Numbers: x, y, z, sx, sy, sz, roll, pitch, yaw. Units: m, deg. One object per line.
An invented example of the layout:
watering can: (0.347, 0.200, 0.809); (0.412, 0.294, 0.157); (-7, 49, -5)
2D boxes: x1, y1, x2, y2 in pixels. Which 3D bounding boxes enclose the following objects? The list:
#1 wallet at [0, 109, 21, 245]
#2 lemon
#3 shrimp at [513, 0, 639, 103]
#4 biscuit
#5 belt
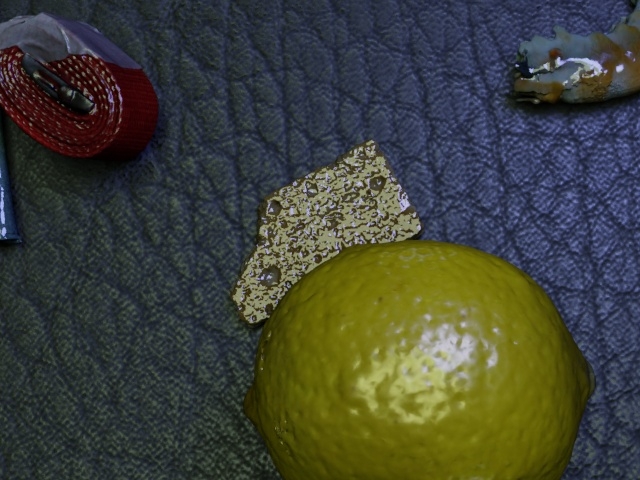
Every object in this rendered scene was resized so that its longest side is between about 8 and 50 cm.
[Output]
wallet: (-0.467, -0.168, 1.607); (0.191, 0.046, 0.378); (-7, 79, -10)
lemon: (0.097, 0.150, 1.392); (0.336, 0.336, 0.336); (-1, 79, 3)
shrimp: (0.344, -0.271, 1.584); (0.185, 0.068, 0.287); (20, 79, 5)
biscuit: (-0.010, -0.007, 1.574); (0.237, 0.026, 0.131); (-30, 77, -2)
belt: (-0.280, -0.173, 1.576); (0.201, 0.124, 0.128); (41, 103, 15)
